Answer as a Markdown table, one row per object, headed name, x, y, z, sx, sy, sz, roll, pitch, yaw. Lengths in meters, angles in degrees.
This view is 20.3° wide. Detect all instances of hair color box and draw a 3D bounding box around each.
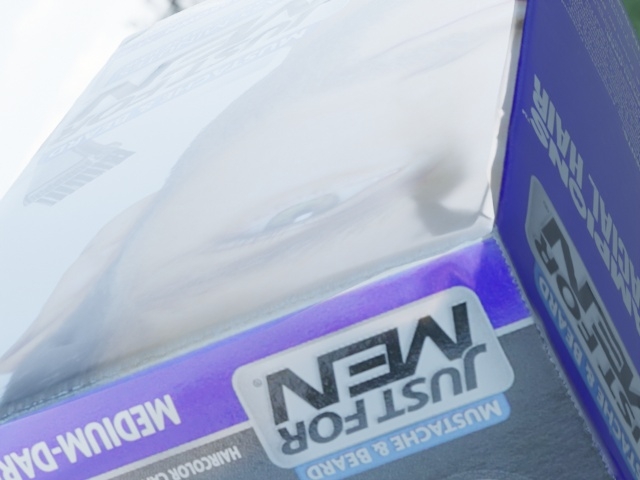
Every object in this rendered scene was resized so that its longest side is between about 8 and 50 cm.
| name | x | y | z | sx | sy | sz | roll | pitch | yaw |
| --- | --- | --- | --- | --- | --- | --- | --- | --- | --- |
| hair color box | 0.000 | 0.000 | 0.526 | 0.185 | 0.110 | 0.339 | -22 | 21 | 18 |
